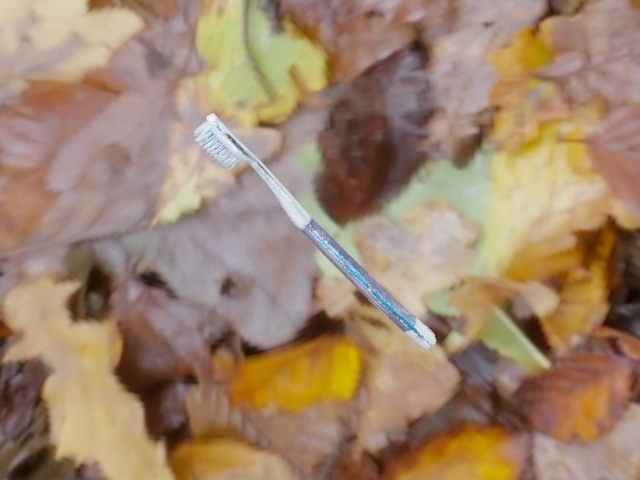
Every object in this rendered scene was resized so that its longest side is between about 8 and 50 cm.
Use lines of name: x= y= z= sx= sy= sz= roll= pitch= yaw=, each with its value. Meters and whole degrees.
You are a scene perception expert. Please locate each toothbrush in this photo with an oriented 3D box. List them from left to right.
toothbrush: x=0.000 y=0.000 z=1.564 sx=0.026 sy=0.024 sz=0.288 roll=-39 pitch=117 yaw=14
